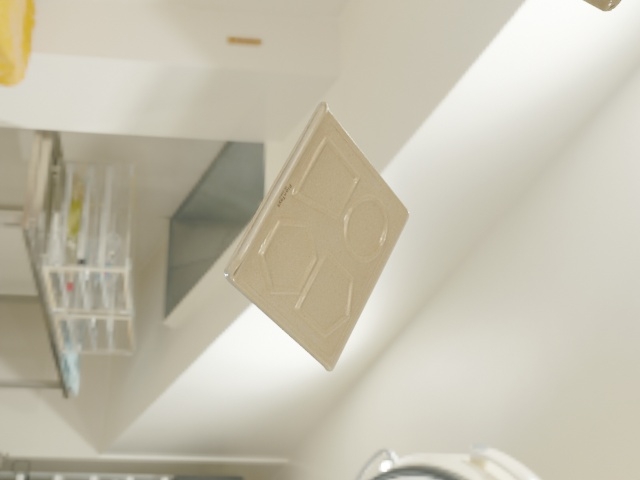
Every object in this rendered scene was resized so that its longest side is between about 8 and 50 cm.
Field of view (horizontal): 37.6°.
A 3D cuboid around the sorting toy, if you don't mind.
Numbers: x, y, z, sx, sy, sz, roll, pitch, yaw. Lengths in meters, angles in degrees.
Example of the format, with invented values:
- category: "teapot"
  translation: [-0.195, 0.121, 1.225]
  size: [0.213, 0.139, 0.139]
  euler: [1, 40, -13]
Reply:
- category: "sorting toy"
  translation: [0.000, 0.000, 0.908]
  size: [0.208, 0.038, 0.193]
  euler: [50, 61, -46]

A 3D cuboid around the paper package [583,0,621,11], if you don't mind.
- category: "paper package"
  translation: [0.244, -0.421, 0.974]
  size: [0.309, 0.325, 0.168]
  euler: [-47, 169, -47]
